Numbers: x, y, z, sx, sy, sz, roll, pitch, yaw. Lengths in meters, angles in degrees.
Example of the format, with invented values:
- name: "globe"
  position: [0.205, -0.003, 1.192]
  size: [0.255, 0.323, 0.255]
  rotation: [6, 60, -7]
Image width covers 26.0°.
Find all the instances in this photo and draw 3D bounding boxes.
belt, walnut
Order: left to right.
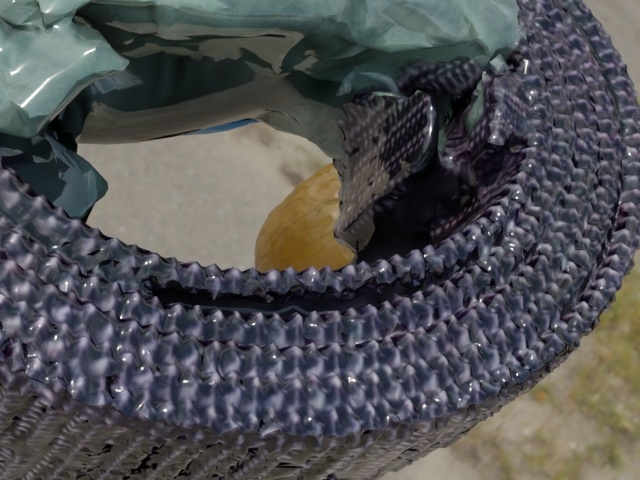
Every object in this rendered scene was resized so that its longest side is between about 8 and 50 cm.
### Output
- name: "belt"
  position: [-0.035, -0.039, 0.493]
  size: [0.324, 0.122, 0.260]
  rotation: [2, 64, -23]
- name: "walnut"
  position: [-0.002, 0.001, 1.539]
  size: [0.087, 0.211, 0.167]
  rotation: [8, 51, -54]
